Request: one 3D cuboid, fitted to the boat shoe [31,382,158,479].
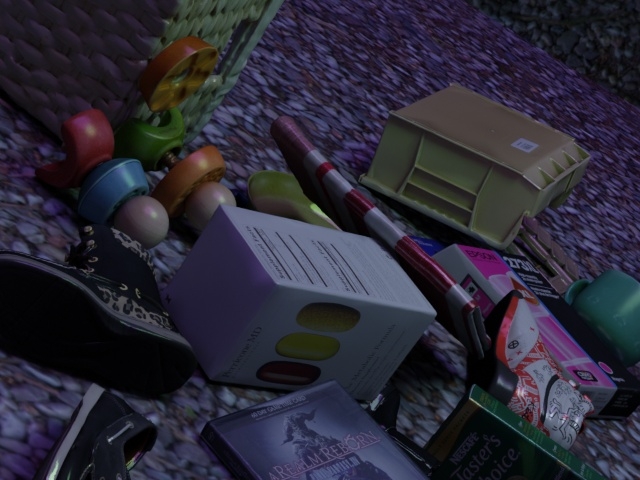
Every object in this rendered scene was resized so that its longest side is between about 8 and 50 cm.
[{"bbox_3d":[-0.188,0.190,1.253,0.079,0.084,0.233,34,19,-3],"label":"boat shoe"}]

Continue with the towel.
[{"bbox_3d":[0.078,-0.002,1.856,0.329,0.037,0.237,44,-5,19],"label":"towel"}]

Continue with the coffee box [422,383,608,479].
[{"bbox_3d":[0.204,0.251,1.663,0.184,0.113,0.040,37,25,0],"label":"coffee box"}]

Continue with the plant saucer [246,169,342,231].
[{"bbox_3d":[0.000,0.000,1.977,0.241,0.037,0.241,31,22,-14],"label":"plant saucer"}]

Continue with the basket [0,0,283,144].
[{"bbox_3d":[-0.252,-0.312,1.875,0.331,0.328,0.266,40,26,10],"label":"basket"}]

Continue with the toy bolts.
[{"bbox_3d":[-0.173,-0.089,1.725,0.158,0.218,0.228,47,42,13],"label":"toy bolts"}]

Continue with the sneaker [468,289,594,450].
[{"bbox_3d":[0.266,0.172,1.944,0.145,0.090,0.270,34,25,-6],"label":"sneaker"}]

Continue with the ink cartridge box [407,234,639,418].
[{"bbox_3d":[0.278,0.099,2.151,0.176,0.069,0.371,9,31,-48],"label":"ink cartridge box"}]

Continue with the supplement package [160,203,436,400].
[{"bbox_3d":[-0.023,0.071,1.662,0.244,0.139,0.134,12,31,-43],"label":"supplement package"}]

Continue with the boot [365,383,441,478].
[{"bbox_3d":[0.083,0.213,1.640,0.099,0.045,0.121,35,34,10],"label":"boot"}]

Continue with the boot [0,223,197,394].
[{"bbox_3d":[-0.235,0.043,1.488,0.236,0.085,0.178,29,20,-32],"label":"boot"}]

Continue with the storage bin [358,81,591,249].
[{"bbox_3d":[0.239,-0.114,2.331,0.260,0.123,0.262,27,25,18],"label":"storage bin"}]

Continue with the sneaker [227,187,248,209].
[{"bbox_3d":[-0.114,-0.043,1.871,0.052,0.058,0.135,9,33,-48],"label":"sneaker"}]

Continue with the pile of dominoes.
[{"bbox_3d":[0.304,-0.006,2.463,0.251,0.040,0.196,49,24,12],"label":"pile of dominoes"}]

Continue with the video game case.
[{"bbox_3d":[0.037,0.253,1.491,0.274,0.026,0.196,46,34,23],"label":"video game case"}]

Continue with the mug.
[{"bbox_3d":[0.415,0.121,2.237,0.129,0.097,0.158,51,-15,-6],"label":"mug"}]
